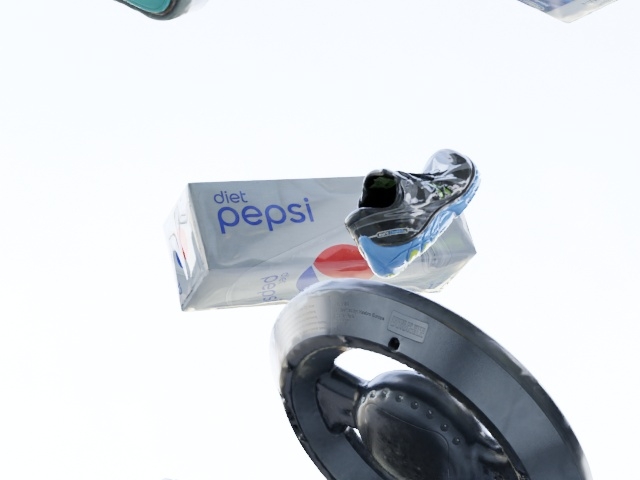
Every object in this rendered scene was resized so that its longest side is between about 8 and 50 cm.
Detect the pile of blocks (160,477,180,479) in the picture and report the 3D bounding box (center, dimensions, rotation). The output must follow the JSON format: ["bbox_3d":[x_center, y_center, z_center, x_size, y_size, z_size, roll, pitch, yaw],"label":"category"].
[{"bbox_3d":[-0.195,0.335,1.400,0.149,0.362,0.112,-16,-75,40],"label":"pile of blocks"}]

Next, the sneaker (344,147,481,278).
[{"bbox_3d":[0.077,-0.038,1.431,0.078,0.188,0.067,49,-53,-3],"label":"sneaker"}]

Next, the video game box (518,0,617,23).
[{"bbox_3d":[0.144,-0.230,1.195,0.205,0.048,0.187,21,-17,-18],"label":"video game box"}]

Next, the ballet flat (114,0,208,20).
[{"bbox_3d":[-0.179,-0.235,1.387,0.213,0.068,0.072,28,-63,23],"label":"ballet flat"}]

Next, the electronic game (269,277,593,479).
[{"bbox_3d":[0.064,0.116,1.029,0.229,0.048,0.229,28,-36,23],"label":"electronic game"}]

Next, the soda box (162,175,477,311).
[{"bbox_3d":[0.000,0.000,1.641,0.286,0.098,0.091,-3,-27,-25],"label":"soda box"}]
